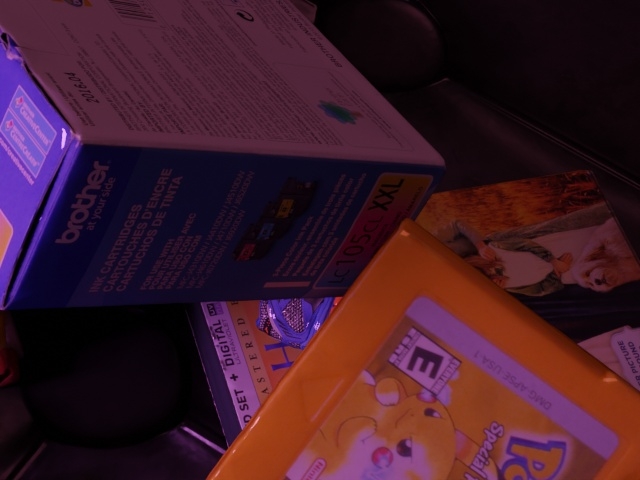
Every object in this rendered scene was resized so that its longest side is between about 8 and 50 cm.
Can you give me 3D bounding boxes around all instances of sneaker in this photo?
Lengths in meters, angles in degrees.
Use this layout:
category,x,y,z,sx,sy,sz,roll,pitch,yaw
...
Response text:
category,x,y,z,sx,sy,sz,roll,pitch,yaw
sneaker,0.000,0.000,1.156,0.087,0.083,0.221,11,50,2

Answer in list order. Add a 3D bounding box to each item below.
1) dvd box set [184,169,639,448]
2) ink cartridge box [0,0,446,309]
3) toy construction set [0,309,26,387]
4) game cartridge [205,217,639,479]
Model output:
category,x,y,z,sx,sy,sz,roll,pitch,yaw
dvd box set,0.110,0.095,1.197,0.420,0.062,0.307,-9,57,-18
ink cartridge box,-0.146,-0.089,0.983,0.395,0.151,0.270,2,37,-44
toy construction set,-0.310,-0.009,1.045,0.257,0.237,0.309,25,48,-14
game cartridge,0.106,0.189,1.006,0.324,0.052,0.285,36,93,-1
